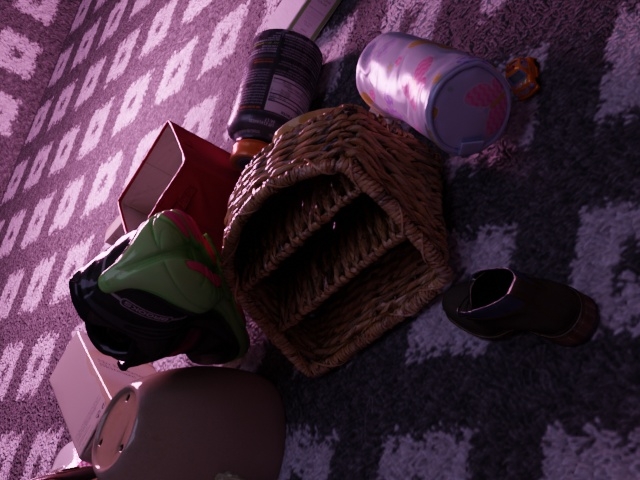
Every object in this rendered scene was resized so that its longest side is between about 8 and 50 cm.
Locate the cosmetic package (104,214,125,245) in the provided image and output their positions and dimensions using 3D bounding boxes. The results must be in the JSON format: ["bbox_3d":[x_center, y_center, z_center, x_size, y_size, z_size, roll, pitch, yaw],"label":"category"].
[{"bbox_3d":[-0.419,-0.030,2.128,0.115,0.060,0.041,-41,34,32],"label":"cosmetic package"}]

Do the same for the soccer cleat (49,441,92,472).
[{"bbox_3d":[-0.460,0.458,1.700,0.116,0.143,0.331,-54,30,17],"label":"soccer cleat"}]

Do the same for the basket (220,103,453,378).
[{"bbox_3d":[0.000,0.000,1.251,0.299,0.213,0.223,-38,36,38],"label":"basket"}]

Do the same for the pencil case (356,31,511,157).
[{"bbox_3d":[0.138,-0.194,1.254,0.273,0.113,0.124,-135,55,-64],"label":"pencil case"}]

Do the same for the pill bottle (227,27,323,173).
[{"bbox_3d":[-0.084,-0.230,1.667,0.130,0.130,0.246,-18,51,53],"label":"pill bottle"}]

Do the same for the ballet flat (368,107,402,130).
[{"bbox_3d":[0.097,-0.179,1.409,0.052,0.057,0.168,-13,56,43],"label":"ballet flat"}]

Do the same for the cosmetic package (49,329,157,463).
[{"bbox_3d":[-0.344,0.279,1.645,0.113,0.160,0.309,-60,30,3],"label":"cosmetic package"}]

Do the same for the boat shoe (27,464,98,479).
[{"bbox_3d":[-0.426,0.420,1.625,0.073,0.207,0.073,19,104,54],"label":"boat shoe"}]

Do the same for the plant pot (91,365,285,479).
[{"bbox_3d":[-0.208,0.294,1.374,0.284,0.191,0.284,-38,37,36],"label":"plant pot"}]

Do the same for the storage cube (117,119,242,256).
[{"bbox_3d":[-0.215,-0.064,1.680,0.184,0.193,0.215,-55,29,14],"label":"storage cube"}]

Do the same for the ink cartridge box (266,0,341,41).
[{"bbox_3d":[-0.010,-0.459,1.806,0.209,0.062,0.109,-54,30,15],"label":"ink cartridge box"}]

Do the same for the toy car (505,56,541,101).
[{"bbox_3d":[0.225,-0.199,1.227,0.122,0.040,0.060,-15,54,53],"label":"toy car"}]

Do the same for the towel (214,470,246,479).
[{"bbox_3d":[-0.087,0.363,1.222,0.148,0.027,0.110,15,76,27],"label":"towel"}]

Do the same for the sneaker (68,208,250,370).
[{"bbox_3d":[-0.228,0.087,1.375,0.202,0.483,0.185,-22,71,-1],"label":"sneaker"}]

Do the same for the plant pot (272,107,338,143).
[{"bbox_3d":[0.005,-0.125,1.458,0.134,0.134,0.095,-35,65,41],"label":"plant pot"}]

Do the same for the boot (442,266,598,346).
[{"bbox_3d":[0.178,0.055,1.023,0.219,0.106,0.082,0,66,58],"label":"boot"}]
